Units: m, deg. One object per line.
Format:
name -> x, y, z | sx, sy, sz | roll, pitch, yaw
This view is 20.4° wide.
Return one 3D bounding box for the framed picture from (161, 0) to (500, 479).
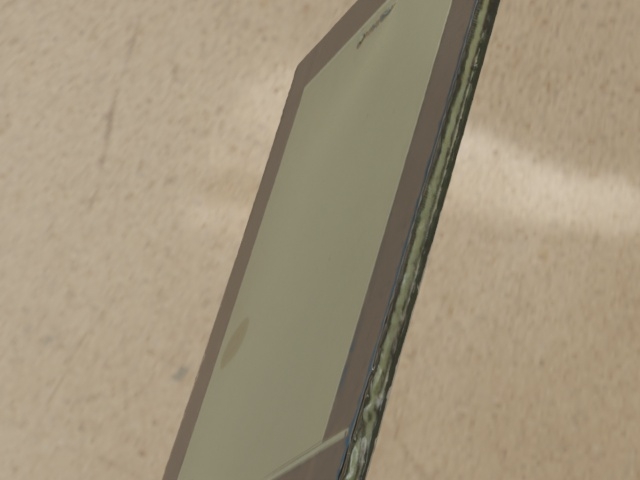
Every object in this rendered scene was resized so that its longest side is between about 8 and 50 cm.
framed picture -> 0.000, 0.000, 0.813 | 0.016, 0.347, 0.265 | 24, 150, -14
